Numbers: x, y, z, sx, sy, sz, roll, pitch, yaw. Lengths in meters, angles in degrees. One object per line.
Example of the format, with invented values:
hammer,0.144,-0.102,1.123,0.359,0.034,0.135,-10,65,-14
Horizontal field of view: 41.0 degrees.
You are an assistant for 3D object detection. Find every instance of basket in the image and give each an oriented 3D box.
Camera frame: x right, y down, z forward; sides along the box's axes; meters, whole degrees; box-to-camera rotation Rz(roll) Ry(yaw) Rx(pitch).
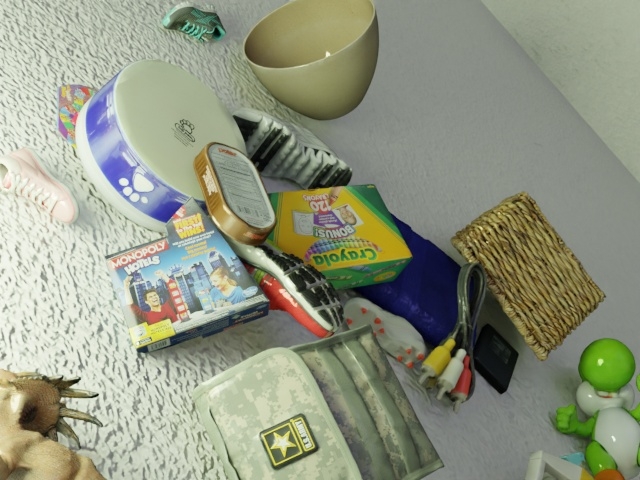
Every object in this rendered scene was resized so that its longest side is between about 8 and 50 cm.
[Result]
basket,0.394,0.090,1.793,0.223,0.213,0.299,-38,91,-25

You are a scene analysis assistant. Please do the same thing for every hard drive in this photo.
hard drive,0.350,0.236,1.719,0.094,0.022,0.135,45,33,-2

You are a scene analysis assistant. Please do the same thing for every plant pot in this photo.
plant pot,0.002,-0.366,1.793,0.284,0.284,0.191,-90,163,-47

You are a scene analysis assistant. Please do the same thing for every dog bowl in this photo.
dog bowl,-0.245,-0.150,1.355,0.265,0.104,0.265,31,42,-33

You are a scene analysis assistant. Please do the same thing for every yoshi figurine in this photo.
yoshi figurine,0.594,0.342,1.732,0.203,0.203,0.362,25,35,-19

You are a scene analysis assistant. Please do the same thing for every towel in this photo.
towel,0.172,0.081,1.650,0.308,0.076,0.228,36,41,-16

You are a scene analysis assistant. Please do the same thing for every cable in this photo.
cable,0.268,0.178,1.556,0.139,0.072,0.287,42,63,-23

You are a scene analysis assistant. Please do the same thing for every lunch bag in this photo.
lunch bag,-0.012,0.265,1.159,0.287,0.169,0.235,-10,66,-44

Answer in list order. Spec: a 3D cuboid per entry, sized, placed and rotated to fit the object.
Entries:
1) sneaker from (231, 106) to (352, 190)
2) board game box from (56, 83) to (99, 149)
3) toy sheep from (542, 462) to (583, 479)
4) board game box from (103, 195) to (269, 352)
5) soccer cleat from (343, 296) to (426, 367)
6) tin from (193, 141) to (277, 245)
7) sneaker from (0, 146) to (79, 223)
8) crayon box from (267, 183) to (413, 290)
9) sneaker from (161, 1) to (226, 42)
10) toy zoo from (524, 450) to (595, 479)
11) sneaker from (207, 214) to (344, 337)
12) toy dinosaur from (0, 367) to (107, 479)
sneaker,-0.069,-0.180,1.634,0.292,0.110,0.118,26,29,-41
board game box,-0.357,-0.200,1.384,0.133,0.033,0.169,20,41,-35
toy sheep,0.427,0.437,1.532,0.132,0.091,0.091,2,52,-58
board game box,-0.197,0.044,1.216,0.194,0.060,0.194,-18,67,-14
soccer cleat,0.111,0.153,1.508,0.196,0.068,0.076,37,28,-26
tin,-0.126,-0.073,1.281,0.106,0.040,0.190,17,38,-43
sneaker,-0.398,-0.069,1.185,0.134,0.051,0.070,48,34,9
crayon box,0.000,0.000,1.462,0.278,0.081,0.165,-8,59,-32
sneaker,-0.250,-0.437,1.735,0.076,0.065,0.166,56,35,7
toy zoo,0.402,0.484,1.412,0.192,0.030,0.293,36,56,-16
sneaker,-0.083,0.071,1.292,0.279,0.118,0.107,36,17,25
toy dinosaur,-0.284,0.254,0.909,0.296,0.127,0.200,53,26,0
